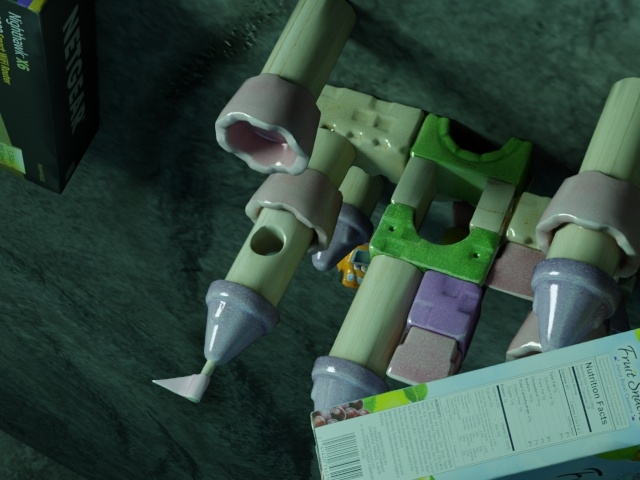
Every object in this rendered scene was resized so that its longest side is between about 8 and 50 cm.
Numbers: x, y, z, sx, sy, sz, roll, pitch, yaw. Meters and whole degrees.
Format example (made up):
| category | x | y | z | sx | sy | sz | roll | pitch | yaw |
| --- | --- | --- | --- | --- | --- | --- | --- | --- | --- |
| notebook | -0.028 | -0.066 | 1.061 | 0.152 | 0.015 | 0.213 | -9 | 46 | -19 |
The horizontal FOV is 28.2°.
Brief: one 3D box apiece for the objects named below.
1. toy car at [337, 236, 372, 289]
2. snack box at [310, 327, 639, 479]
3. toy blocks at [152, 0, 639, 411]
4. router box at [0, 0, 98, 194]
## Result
| category | x | y | z | sx | sy | sz | roll | pitch | yaw |
| --- | --- | --- | --- | --- | --- | --- | --- | --- | --- |
| toy car | 0.000 | 0.000 | 1.128 | 0.122 | 0.060 | 0.040 | 22 | 125 | -9 |
| snack box | 0.117 | 0.126 | 0.770 | 0.207 | 0.070 | 0.174 | -17 | 157 | 10 |
| toy blocks | 0.070 | 0.041 | 0.889 | 0.289 | 0.260 | 0.309 | 18 | 155 | 15 |
| router box | -0.305 | -0.176 | 1.019 | 0.243 | 0.081 | 0.309 | 24 | 156 | 2 |
